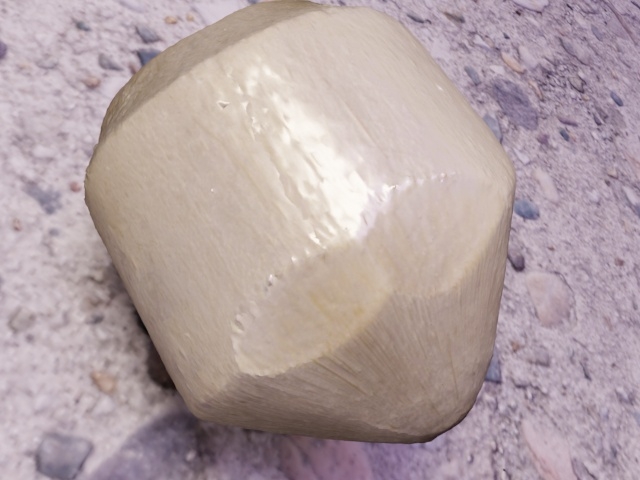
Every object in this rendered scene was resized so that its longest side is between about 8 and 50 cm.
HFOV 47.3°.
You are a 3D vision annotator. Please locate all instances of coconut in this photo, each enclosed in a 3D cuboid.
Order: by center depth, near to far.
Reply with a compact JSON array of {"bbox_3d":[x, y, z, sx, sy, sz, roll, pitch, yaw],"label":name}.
[{"bbox_3d":[0.000,0.000,0.442,0.237,0.237,0.265,-16,72,-43],"label":"coconut"}]
